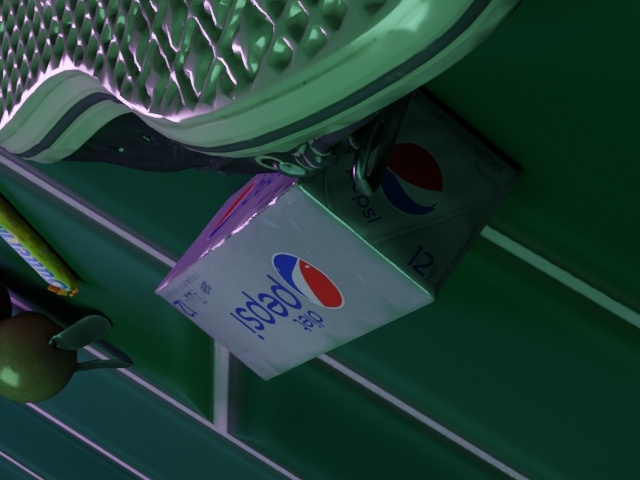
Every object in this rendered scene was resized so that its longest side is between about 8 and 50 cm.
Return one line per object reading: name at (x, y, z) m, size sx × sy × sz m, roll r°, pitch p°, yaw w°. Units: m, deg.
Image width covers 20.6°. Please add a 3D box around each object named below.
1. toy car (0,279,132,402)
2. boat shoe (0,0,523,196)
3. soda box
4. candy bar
toy car at (-0.272, 0.090, 1.601) m, size 0.188 × 0.149 × 0.155 m, roll -2°, pitch 152°, yaw 10°
boat shoe at (-0.022, -0.113, 0.710) m, size 0.156 × 0.187 × 0.500 m, roll 3°, pitch 176°, yaw -22°
soda box at (0.000, 0.000, 1.023) m, size 0.098 × 0.091 × 0.286 m, roll 39°, pitch 157°, yaw -7°
candy bar at (-0.255, -0.008, 1.470) m, size 0.040 × 0.018 × 0.161 m, roll 10°, pitch 146°, yaw 47°
